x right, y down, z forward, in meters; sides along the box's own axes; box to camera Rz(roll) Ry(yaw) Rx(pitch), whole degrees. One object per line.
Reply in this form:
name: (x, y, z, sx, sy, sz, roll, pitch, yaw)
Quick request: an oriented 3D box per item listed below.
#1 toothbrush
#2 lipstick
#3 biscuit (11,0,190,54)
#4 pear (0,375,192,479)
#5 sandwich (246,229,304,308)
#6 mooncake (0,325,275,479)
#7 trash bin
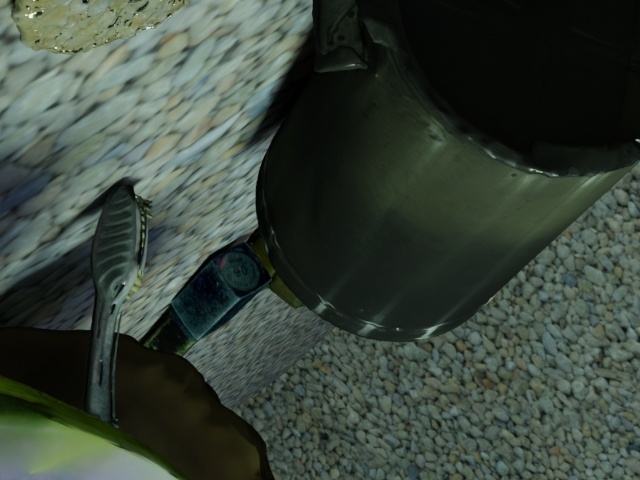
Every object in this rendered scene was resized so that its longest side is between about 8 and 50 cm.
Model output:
toothbrush: (-0.145, 0.170, 0.822, 0.042, 0.035, 0.414, 33, 64, -73)
lipstick: (-0.149, 0.097, 1.400, 0.051, 0.051, 0.312, -34, 174, -40)
biscuit: (-0.059, -0.125, 0.529, 0.152, 0.020, 0.152, -37, 174, -4)
pear: (-0.250, 0.197, 0.678, 0.398, 0.165, 0.399, -16, 128, -22)
sandwich: (-0.004, 0.010, 1.439, 0.159, 0.079, 0.235, -37, 172, -15)
mooncake: (-0.173, 0.223, 0.925, 0.324, 0.324, 0.187, -38, 174, -4)
trash bin: (0.089, -0.074, 0.871, 0.252, 0.203, 0.301, 2, 158, -15)
